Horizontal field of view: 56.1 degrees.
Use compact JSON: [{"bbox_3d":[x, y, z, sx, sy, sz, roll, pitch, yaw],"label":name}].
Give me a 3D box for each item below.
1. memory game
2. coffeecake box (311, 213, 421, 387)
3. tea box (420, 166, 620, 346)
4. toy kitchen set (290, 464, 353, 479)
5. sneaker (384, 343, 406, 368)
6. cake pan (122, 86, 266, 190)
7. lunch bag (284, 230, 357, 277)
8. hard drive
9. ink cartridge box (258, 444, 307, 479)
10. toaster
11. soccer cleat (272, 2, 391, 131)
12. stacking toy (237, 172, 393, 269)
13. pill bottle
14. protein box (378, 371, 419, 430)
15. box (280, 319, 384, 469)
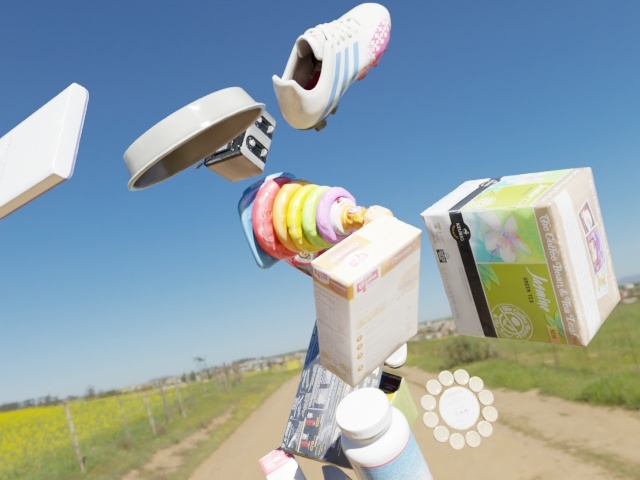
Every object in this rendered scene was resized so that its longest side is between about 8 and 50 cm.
[{"bbox_3d":[0.324,0.396,1.411,0.186,0.186,0.012,-10,-20,-11],"label":"memory game"},{"bbox_3d":[0.065,0.080,0.805,0.068,0.185,0.142,28,46,37],"label":"coffeecake box"},{"bbox_3d":[0.456,0.036,1.369,0.324,0.328,0.220,-4,22,47],"label":"tea box"},{"bbox_3d":[0.007,0.516,1.019,0.166,0.207,0.122,-24,-44,8],"label":"toy kitchen set"},{"bbox_3d":[0.177,0.292,1.557,0.079,0.121,0.217,-20,27,-6],"label":"sneaker"},{"bbox_3d":[-0.236,-0.189,1.102,0.293,0.054,0.293,-32,4,3],"label":"cake pan"},{"bbox_3d":[0.000,0.000,1.616,0.293,0.258,0.120,32,-69,-19],"label":"lunch bag"},{"bbox_3d":[-0.595,-0.165,1.222,0.319,0.210,0.040,-20,-32,33],"label":"hard drive"},{"bbox_3d":[-0.066,0.660,1.566,0.092,0.217,0.158,-30,-26,-13],"label":"ink cartridge box"},{"bbox_3d":[-0.219,-0.255,1.599,0.186,0.167,0.110,-11,-34,39],"label":"toaster"},{"bbox_3d":[0.028,-0.351,1.101,0.116,0.331,0.143,18,-25,31],"label":"soccer cleat"},{"bbox_3d":[0.006,-0.042,1.116,0.302,0.165,0.175,2,27,42],"label":"stacking toy"},{"bbox_3d":[0.078,0.262,0.746,0.087,0.160,0.087,-19,28,10],"label":"pill bottle"},{"bbox_3d":[0.141,0.476,1.579,0.136,0.201,0.199,10,-38,33],"label":"protein box"},{"bbox_3d":[0.031,0.291,1.220,0.077,0.307,0.242,23,-22,-18],"label":"box"}]
